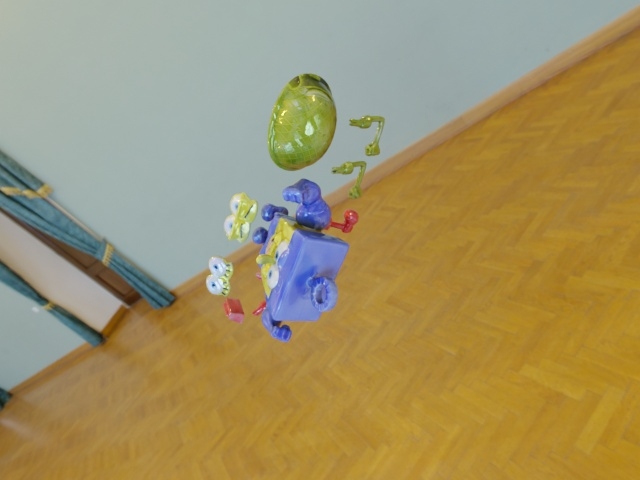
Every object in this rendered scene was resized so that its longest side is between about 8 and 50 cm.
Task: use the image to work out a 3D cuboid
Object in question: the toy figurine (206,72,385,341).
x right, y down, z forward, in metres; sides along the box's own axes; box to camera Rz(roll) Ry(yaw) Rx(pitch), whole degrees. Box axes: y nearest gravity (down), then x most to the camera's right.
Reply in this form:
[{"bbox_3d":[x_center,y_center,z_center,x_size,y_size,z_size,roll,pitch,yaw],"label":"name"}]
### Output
[{"bbox_3d":[0.000,0.000,0.529,0.362,0.191,0.217,-66,29,17],"label":"toy figurine"}]
